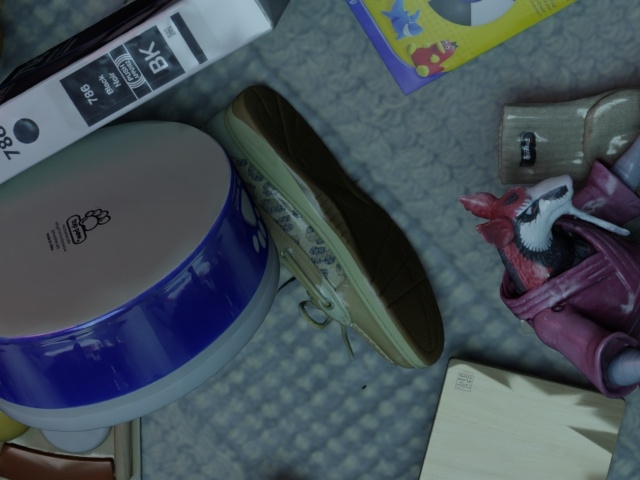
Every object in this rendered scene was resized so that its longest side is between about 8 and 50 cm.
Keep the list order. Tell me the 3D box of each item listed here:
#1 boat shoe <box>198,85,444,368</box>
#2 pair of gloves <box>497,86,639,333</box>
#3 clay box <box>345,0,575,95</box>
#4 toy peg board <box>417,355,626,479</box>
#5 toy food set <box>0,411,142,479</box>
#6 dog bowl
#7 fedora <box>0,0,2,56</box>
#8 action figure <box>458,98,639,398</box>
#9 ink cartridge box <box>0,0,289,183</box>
[{"bbox_3d":[0.000,0.000,1.665,0.089,0.104,0.285,-35,92,28],"label":"boat shoe"},{"bbox_3d":[0.256,-0.023,1.645,0.204,0.042,0.240,-7,118,4],"label":"pair of gloves"},{"bbox_3d":[0.132,-0.228,1.573,0.222,0.053,0.127,-29,106,18],"label":"clay box"},{"bbox_3d":[0.175,0.194,1.739,0.161,0.079,0.160,14,98,1],"label":"toy peg board"},{"bbox_3d":[-0.280,0.142,1.758,0.220,0.092,0.306,4,113,6],"label":"toy food set"},{"bbox_3d":[-0.173,0.024,1.551,0.265,0.265,0.104,-15,128,13],"label":"dog bowl"},{"bbox_3d":[-0.321,-0.167,1.617,0.194,0.194,0.079,-30,142,18],"label":"fedora"},{"bbox_3d":[0.263,0.050,1.585,0.370,0.248,0.276,26,143,-14],"label":"action figure"},{"bbox_3d":[-0.178,-0.140,1.589,0.333,0.165,0.065,-29,106,16],"label":"ink cartridge box"}]
